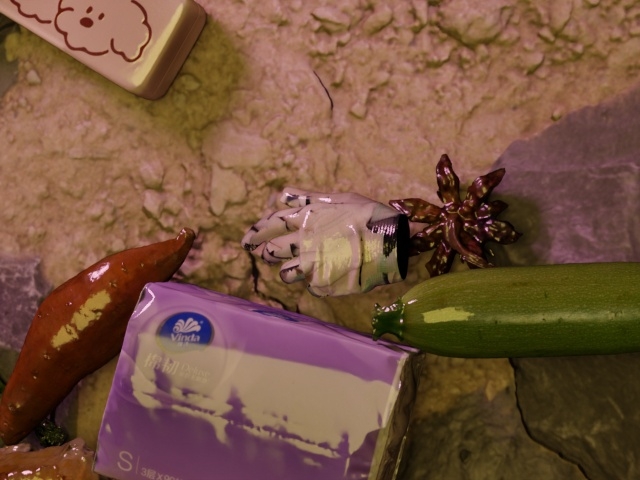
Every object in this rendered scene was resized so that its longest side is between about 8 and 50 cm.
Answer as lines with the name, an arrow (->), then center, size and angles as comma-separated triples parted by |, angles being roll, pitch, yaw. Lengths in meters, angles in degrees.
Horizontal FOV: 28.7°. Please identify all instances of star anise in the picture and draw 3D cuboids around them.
star anise -> 0.158, -0.020, 1.469 | 0.167, 0.057, 0.168 | -4, 78, 19

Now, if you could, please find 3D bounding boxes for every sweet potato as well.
sweet potato -> -0.293, 0.104, 1.549 | 0.359, 0.112, 0.112 | -42, 78, 3

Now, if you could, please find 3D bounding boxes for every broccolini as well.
broccolini -> -0.382, 0.221, 1.614 | 0.140, 0.030, 0.035 | 38, 133, 18

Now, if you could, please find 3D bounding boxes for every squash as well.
squash -> 0.253, 0.077, 1.393 | 0.395, 0.107, 0.107 | -3, 86, 0

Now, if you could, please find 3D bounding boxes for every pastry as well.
pastry -> -0.338, 0.366, 1.535 | 0.257, 0.121, 0.236 | -12, 99, 15

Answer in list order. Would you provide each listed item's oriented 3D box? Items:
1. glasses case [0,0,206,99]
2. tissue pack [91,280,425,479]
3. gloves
glasses case -> -0.316, -0.316, 1.592 | 0.336, 0.076, 0.144 | 31, 95, 14
tissue pack -> -0.066, 0.201, 1.460 | 0.338, 0.160, 0.242 | 14, 91, 15
gloves -> -0.003, 0.003, 1.469 | 0.212, 0.111, 0.128 | -1, 98, 19
